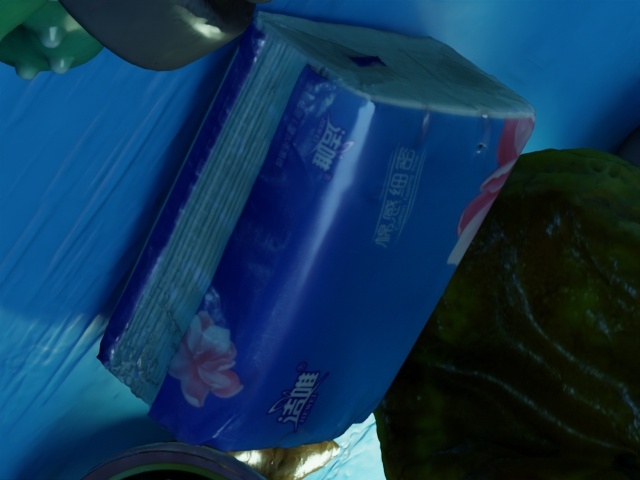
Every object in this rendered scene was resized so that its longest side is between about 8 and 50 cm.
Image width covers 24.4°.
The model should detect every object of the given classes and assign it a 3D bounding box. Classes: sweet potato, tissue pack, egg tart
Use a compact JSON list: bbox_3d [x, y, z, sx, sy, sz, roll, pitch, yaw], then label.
[{"bbox_3d":[-0.057,0.173,1.169,0.202,0.055,0.058,8,96,-51],"label":"sweet potato"},{"bbox_3d":[0.000,0.000,0.978,0.209,0.137,0.270,3,123,-48],"label":"tissue pack"},{"bbox_3d":[0.185,0.095,1.101,0.153,0.340,0.351,8,155,-45],"label":"egg tart"}]

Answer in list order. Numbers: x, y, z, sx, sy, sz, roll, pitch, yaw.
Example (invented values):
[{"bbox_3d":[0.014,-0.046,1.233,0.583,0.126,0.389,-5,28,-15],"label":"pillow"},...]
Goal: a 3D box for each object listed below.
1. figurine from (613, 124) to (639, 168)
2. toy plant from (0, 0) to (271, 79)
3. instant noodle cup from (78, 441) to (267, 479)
[{"bbox_3d":[0.330,-0.016,1.278,0.261,0.211,0.269,-15,-177,9],"label":"figurine"},{"bbox_3d":[-0.109,-0.148,0.605,0.400,0.185,0.279,-21,180,14],"label":"toy plant"},{"bbox_3d":[-0.057,0.266,1.067,0.244,0.244,0.255,-52,157,7],"label":"instant noodle cup"}]
